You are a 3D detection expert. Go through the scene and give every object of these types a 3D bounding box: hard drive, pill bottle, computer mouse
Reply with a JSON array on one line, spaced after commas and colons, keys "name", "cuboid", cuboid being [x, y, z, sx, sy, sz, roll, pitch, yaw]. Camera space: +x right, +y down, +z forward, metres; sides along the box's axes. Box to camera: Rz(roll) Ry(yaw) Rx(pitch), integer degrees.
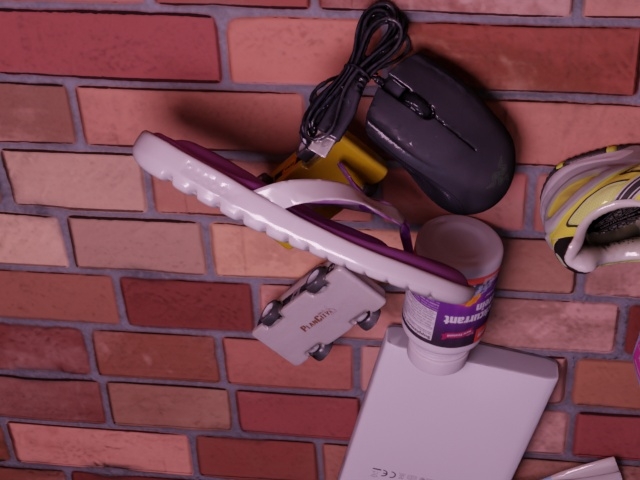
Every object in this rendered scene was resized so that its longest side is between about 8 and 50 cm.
[{"name": "hard drive", "cuboid": [0.163, 0.275, 1.905, 0.233, 0.047, 0.353, 12, 130, -4]}, {"name": "pill bottle", "cuboid": [0.159, 0.073, 1.704, 0.108, 0.108, 0.194, 9, 130, 2]}, {"name": "computer mouse", "cuboid": [0.124, -0.120, 1.528, 0.272, 0.188, 0.072, 34, 171, -26]}]

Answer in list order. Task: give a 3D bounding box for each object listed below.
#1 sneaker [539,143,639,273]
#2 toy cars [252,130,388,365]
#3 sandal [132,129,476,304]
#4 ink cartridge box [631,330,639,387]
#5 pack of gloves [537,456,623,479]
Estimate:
[{"name": "sneaker", "cuboid": [0.435, -0.049, 1.533, 0.384, 0.147, 0.145, -21, 121, 23]}, {"name": "toy cars", "cuboid": [0.000, 0.000, 1.692, 0.176, 0.087, 0.394, 7, 133, 10]}, {"name": "sandal", "cuboid": [-0.005, -0.042, 1.515, 0.416, 0.169, 0.102, 24, 95, -7]}, {"name": "ink cartridge box", "cuboid": [0.476, 0.078, 1.592, 0.185, 0.065, 0.311, -11, 153, -2]}, {"name": "pack of gloves", "cuboid": [0.332, 0.411, 1.962, 0.232, 0.046, 0.195, -18, 130, 10]}]
